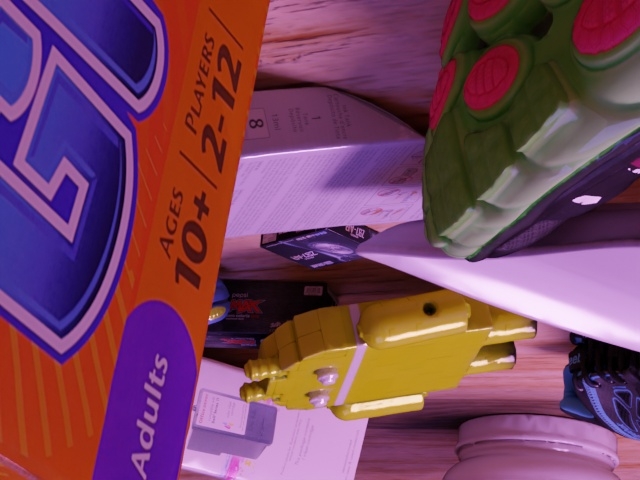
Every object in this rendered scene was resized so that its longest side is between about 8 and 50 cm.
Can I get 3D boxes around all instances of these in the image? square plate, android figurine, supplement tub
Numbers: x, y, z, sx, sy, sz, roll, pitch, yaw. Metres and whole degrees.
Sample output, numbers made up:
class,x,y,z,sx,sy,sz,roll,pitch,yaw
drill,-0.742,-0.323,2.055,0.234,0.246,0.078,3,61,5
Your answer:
class,x,y,z,sx,sy,sz,roll,pitch,yaw
square plate,0.249,0.038,1.034,0.344,0.049,0.347,18,171,-26
android figurine,0.059,0.107,1.423,0.272,0.056,0.248,-8,157,-13
supplement tub,0.255,0.392,1.857,0.235,0.325,0.235,5,160,2

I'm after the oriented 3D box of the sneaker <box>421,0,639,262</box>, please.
class,x,y,z,sx,sy,sz,roll,pitch,yaw
sneaker,0.200,-0.089,0.773,0.202,0.185,0.483,18,158,-20

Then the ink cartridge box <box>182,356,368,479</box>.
class,x,y,z,sx,sy,sz,roll,pitch,yaw
ink cartridge box,-0.149,0.181,1.633,0.353,0.119,0.207,21,171,-35

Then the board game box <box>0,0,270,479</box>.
class,x,y,z,sx,sy,sz,roll,pitch,yaw
board game box,-0.257,-0.119,0.522,0.356,0.357,0.356,-5,152,27

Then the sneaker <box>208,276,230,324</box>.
class,x,y,z,sx,sy,sz,roll,pitch,yaw
sneaker,-0.177,0.045,1.438,0.188,0.067,0.078,2,-179,6

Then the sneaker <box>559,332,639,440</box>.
class,x,y,z,sx,sy,sz,roll,pitch,yaw
sneaker,0.296,0.121,1.404,0.139,0.125,0.341,9,158,7

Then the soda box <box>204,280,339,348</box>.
class,x,y,z,sx,sy,sz,roll,pitch,yaw
soda box,-0.070,0.072,1.473,0.168,0.053,0.060,1,161,14

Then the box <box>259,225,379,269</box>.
class,x,y,z,sx,sy,sz,roll,pitch,yaw
box,0.000,0.000,1.307,0.083,0.018,0.067,-14,152,42

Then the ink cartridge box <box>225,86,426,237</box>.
class,x,y,z,sx,sy,sz,roll,pitch,yaw
ink cartridge box,0.009,-0.058,1.134,0.232,0.066,0.189,-10,165,-20
